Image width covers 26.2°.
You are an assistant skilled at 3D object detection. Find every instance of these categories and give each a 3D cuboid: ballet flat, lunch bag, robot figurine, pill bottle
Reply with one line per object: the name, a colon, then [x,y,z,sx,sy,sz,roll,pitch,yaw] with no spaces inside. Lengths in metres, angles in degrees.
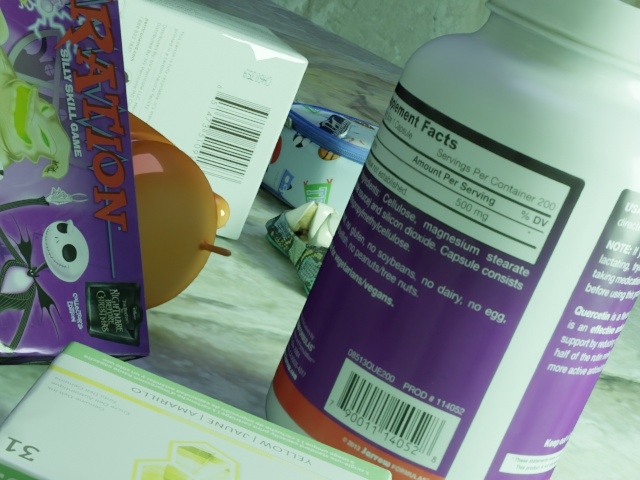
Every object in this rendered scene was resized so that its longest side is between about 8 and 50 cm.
ballet flat: [0.000,0.000,1.234,0.070,0.070,0.188,17,14,-24]
lunch bag: [0.071,-0.065,1.505,0.303,0.115,0.243,16,13,-29]
robot figurine: [-0.158,-0.030,0.962,0.219,0.128,0.158,35,-10,45]
pill bottle: [0.102,0.004,0.822,0.181,0.323,0.181,22,13,-5]

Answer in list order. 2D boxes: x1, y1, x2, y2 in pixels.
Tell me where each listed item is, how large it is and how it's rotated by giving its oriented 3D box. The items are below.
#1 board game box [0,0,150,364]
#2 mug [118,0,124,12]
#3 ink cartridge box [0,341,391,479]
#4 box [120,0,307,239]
board game box: [-0.201,-0.101,0.792,0.056,0.347,0.208,-14,-12,34]
mug: [-0.273,-0.242,1.077,0.276,0.374,0.328,11,42,-18]
ink cartridge box: [-0.068,0.137,0.556,0.171,0.056,0.235,23,19,1]
box: [-0.136,-0.120,1.222,0.182,0.181,0.119,15,15,-27]
